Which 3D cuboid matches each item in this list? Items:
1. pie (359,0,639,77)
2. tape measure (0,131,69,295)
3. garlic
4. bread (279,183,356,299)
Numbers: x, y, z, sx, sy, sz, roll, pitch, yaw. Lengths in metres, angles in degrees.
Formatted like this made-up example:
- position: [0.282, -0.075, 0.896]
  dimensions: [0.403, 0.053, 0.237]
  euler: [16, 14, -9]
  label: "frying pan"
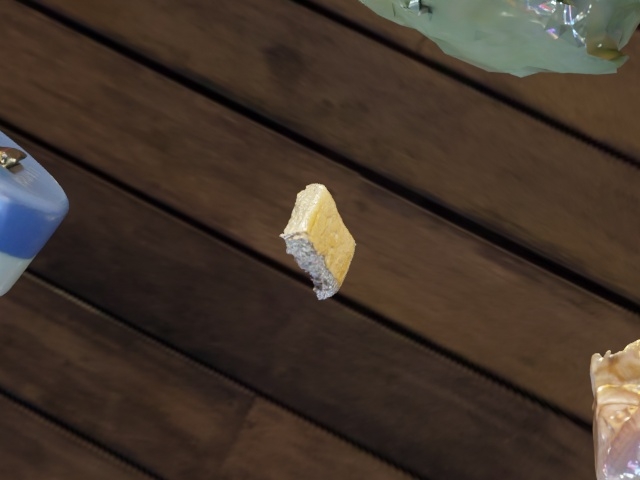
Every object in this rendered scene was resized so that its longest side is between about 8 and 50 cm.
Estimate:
- position: [0.068, -0.265, 0.380]
  dimensions: [0.395, 0.180, 0.418]
  euler: [-24, 84, -15]
  label: "pie"
- position: [-0.282, -0.046, 0.960]
  dimensions: [0.215, 0.351, 0.098]
  euler: [37, 97, -7]
  label: "tape measure"
- position: [0.308, 0.152, 1.289]
  dimensions: [0.175, 0.099, 0.124]
  euler: [-16, 97, -20]
  label: "garlic"
- position: [0.000, 0.000, 1.243]
  dimensions: [0.035, 0.083, 0.070]
  euler: [-8, 44, 29]
  label: "bread"
